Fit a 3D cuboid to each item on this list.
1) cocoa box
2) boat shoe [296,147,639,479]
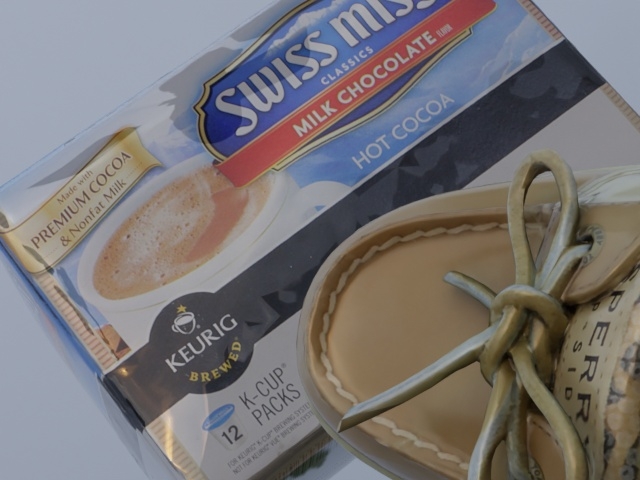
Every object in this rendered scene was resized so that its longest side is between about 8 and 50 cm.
[{"bbox_3d":[0.000,0.000,0.901,0.347,0.228,0.231,-36,-14,-13],"label":"cocoa box"},{"bbox_3d":[0.106,0.030,0.310,0.089,0.285,0.105,16,-100,-56],"label":"boat shoe"}]
